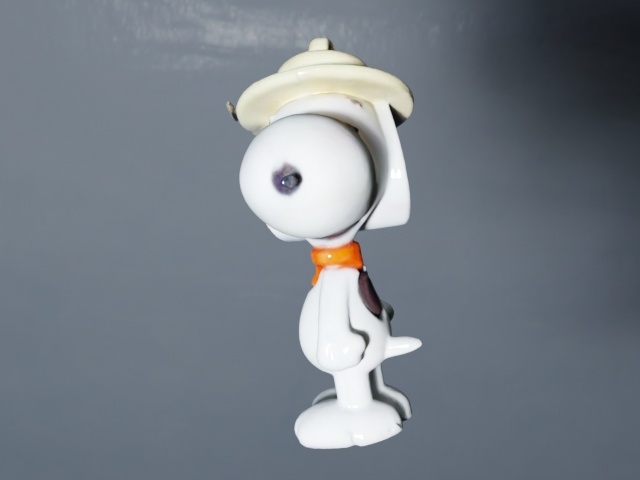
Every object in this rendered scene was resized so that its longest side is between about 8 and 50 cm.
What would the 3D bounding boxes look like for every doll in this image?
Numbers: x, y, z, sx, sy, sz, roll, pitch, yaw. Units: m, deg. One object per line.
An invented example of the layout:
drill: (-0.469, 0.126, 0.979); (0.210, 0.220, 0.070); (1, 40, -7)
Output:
doll: (0.007, 0.002, 0.796); (0.144, 0.208, 0.271); (-6, 117, 18)
